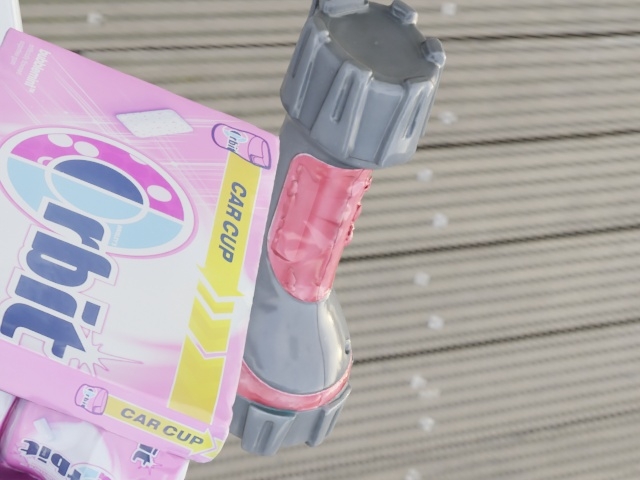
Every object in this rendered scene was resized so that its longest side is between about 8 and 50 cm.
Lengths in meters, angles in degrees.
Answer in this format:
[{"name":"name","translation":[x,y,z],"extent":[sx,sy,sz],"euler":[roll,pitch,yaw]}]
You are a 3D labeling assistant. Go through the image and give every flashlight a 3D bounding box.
[{"name":"flashlight","translation":[0.000,0.000,1.097],"extent":[0.103,0.103,0.304],"euler":[17,133,-4]}]

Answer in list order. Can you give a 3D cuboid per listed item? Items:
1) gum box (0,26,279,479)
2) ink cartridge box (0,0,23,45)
[{"name":"gum box","translation":[-0.080,0.013,0.598],"extent":[0.107,0.188,0.062],"euler":[22,121,-9]},{"name":"ink cartridge box","translation":[-0.261,-0.020,1.209],"extent":[0.160,0.385,0.279],"euler":[-9,70,-9]}]
